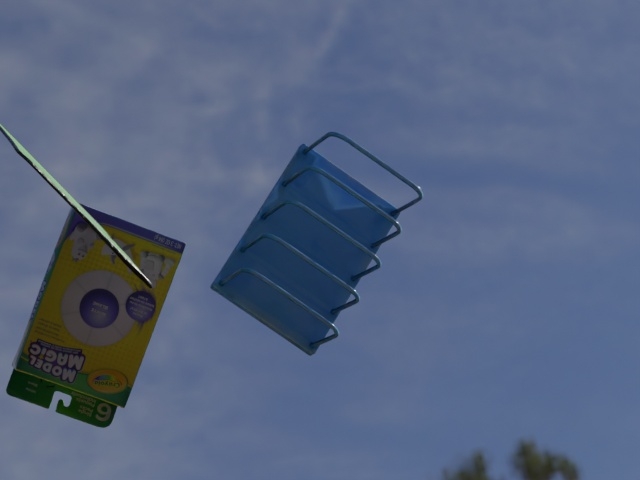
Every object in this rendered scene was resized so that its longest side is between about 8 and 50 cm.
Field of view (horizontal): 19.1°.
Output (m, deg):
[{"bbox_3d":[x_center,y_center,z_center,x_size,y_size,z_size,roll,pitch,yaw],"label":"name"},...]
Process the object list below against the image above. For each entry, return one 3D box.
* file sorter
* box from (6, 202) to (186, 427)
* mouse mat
[{"bbox_3d":[0.000,0.000,1.782,0.118,0.170,0.104,35,-18,-8],"label":"file sorter"},{"bbox_3d":[-0.198,0.067,1.662,0.105,0.179,0.043,21,-2,-12],"label":"box"},{"bbox_3d":[-0.201,-0.035,1.500,0.007,0.190,0.152,-44,-68,-4],"label":"mouse mat"}]
